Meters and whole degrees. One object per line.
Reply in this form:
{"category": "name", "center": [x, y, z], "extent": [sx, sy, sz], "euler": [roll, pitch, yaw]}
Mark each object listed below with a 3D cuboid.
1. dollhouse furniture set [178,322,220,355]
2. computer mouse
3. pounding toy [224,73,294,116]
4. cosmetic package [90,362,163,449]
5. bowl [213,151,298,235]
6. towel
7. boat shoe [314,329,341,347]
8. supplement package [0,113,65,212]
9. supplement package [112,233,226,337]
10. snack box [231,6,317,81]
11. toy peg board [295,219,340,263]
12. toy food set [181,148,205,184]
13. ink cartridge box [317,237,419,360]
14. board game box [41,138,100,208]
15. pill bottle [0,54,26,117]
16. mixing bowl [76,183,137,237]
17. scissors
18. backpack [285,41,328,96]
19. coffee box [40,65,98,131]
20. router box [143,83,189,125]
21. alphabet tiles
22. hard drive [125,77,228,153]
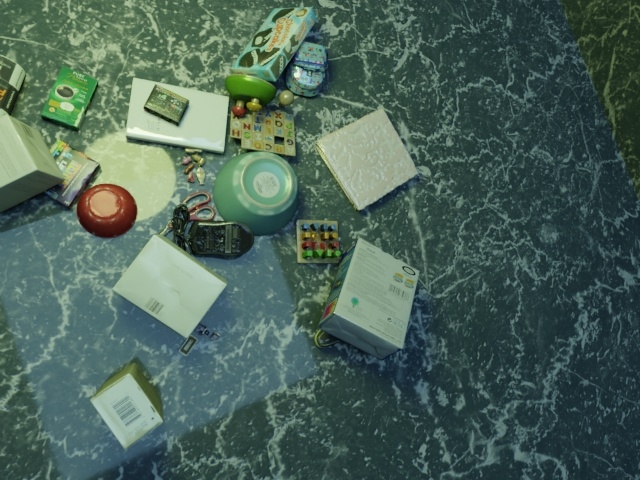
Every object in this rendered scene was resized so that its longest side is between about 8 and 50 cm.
{"category": "dollhouse furniture set", "center": [-0.389, 0.327, 1.480], "extent": [0.091, 0.081, 0.114], "euler": [37, 71, -10]}
{"category": "computer mouse", "center": [-0.361, -0.019, 1.556], "extent": [0.273, 0.072, 0.188], "euler": [6, 95, -12]}
{"category": "pounding toy", "center": [-0.229, -0.489, 1.635], "extent": [0.237, 0.183, 0.109], "euler": [12, 87, -21]}
{"category": "cosmetic package", "center": [-0.529, 0.448, 1.288], "extent": [0.113, 0.309, 0.160], "euler": [-34, 92, -22]}
{"category": "bowl", "center": [-0.201, -0.182, 1.594], "extent": [0.312, 0.163, 0.311], "euler": [4, 78, -19]}
{"category": "towel", "center": [0.189, -0.320, 1.816], "extent": [0.332, 0.053, 0.316], "euler": [-31, 93, -21]}
{"category": "boat shoe", "center": [0.084, 0.314, 1.655], "extent": [0.224, 0.073, 0.080], "euler": [-22, 85, -24]}
{"category": "supplement package", "center": [-0.925, -0.191, 1.292], "extent": [0.293, 0.177, 0.175], "euler": [-29, 91, -6]}
{"category": "supplement package", "center": [-0.458, 0.137, 1.435], "extent": [0.262, 0.145, 0.204], "euler": [37, 84, -10]}
{"category": "snack box", "center": [-0.168, -0.722, 1.693], "extent": [0.321, 0.187, 0.060], "euler": [-61, 146, -18]}
{"category": "toy peg board", "center": [0.000, 0.000, 1.679], "extent": [0.162, 0.079, 0.160], "euler": [1, 80, -20]}
{"category": "toy food set", "center": [-0.440, -0.254, 1.599], "extent": [0.078, 0.019, 0.122], "euler": [1, 88, -19]}
{"category": "ink cartridge box", "center": [0.185, 0.178, 1.632], "extent": [0.270, 0.151, 0.395], "euler": [29, 54, -10]}
{"category": "board game box", "center": [-0.802, -0.206, 1.444], "extent": [0.141, 0.048, 0.170], "euler": [30, 72, -11]}
{"category": "pill bottle", "center": [-0.986, -0.421, 1.371], "extent": [0.131, 0.130, 0.245], "euler": [15, 76, -17]}
{"category": "mixing bowl", "center": [-0.672, -0.104, 1.446], "extent": [0.182, 0.098, 0.181], "euler": [3, 80, -18]}
{"category": "scissors", "center": [-0.492, -0.067, 1.548], "extent": [0.297, 0.021, 0.108], "euler": [-29, 94, -21]}
{"category": "backpack", "center": [-0.052, -0.644, 1.753], "extent": [0.159, 0.117, 0.173], "euler": [9, 80, -18]}
{"category": "coffee box", "center": [-0.805, -0.456, 1.490], "extent": [0.113, 0.040, 0.184], "euler": [18, 76, -17]}
{"category": "router box", "center": [-0.515, -0.454, 1.549], "extent": [0.123, 0.038, 0.092], "euler": [24, 74, -14]}
{"category": "alphabet tiles", "center": [-0.208, -0.403, 1.680], "extent": [0.238, 0.009, 0.198], "euler": [6, 61, -19]}
{"category": "hard drive", "center": [-0.489, -0.428, 1.598], "extent": [0.319, 0.040, 0.210], "euler": [7, 78, -18]}
